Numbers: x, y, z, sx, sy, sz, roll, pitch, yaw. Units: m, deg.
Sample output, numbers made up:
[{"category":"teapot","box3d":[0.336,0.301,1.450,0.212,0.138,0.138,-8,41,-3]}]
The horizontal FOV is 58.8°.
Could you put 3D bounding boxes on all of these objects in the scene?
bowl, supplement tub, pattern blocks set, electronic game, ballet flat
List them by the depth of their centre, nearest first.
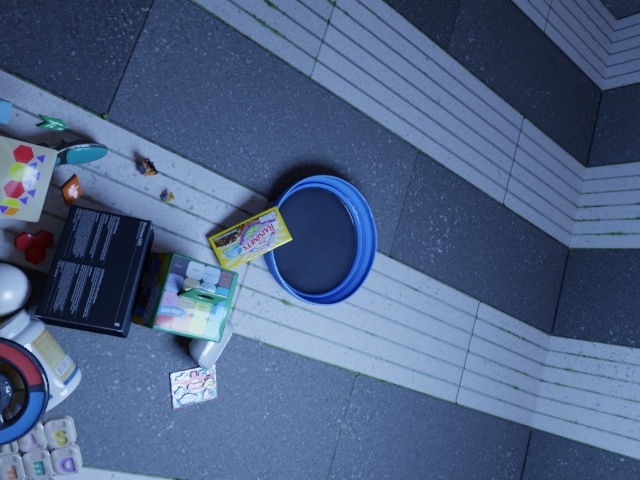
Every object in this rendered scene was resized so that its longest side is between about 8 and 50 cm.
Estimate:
[{"category":"electronic game","box3d":[-0.657,0.299,1.122,0.229,0.048,0.229,-1,99,-7]},{"category":"pattern blocks set","box3d":[-0.657,-0.126,1.209,0.285,0.026,0.325,24,92,-46]},{"category":"supplement tub","box3d":[-0.633,0.262,1.224,0.144,0.144,0.200,-40,111,-28]},{"category":"ballet flat","box3d":[-0.600,-0.204,1.300,0.213,0.072,0.068,-25,76,-35]},{"category":"bowl","box3d":[-0.291,0.262,1.490,0.053,0.142,0.142,25,70,14]},{"category":"bowl","box3d":[0.000,0.000,1.712,0.391,0.077,0.392,0,90,-35]}]

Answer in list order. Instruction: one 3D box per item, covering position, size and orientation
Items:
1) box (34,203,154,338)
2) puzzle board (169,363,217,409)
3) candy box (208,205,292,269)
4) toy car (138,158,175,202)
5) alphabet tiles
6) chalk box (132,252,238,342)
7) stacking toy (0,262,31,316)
[{"category":"box","box3d":[-0.498,0.071,1.279,0.184,0.103,0.261,11,69,-6]},{"category":"puzzle board","box3d":[-0.335,0.389,1.514,0.128,0.011,0.097,-6,93,-34]},{"category":"candy box","box3d":[-0.191,-0.005,1.550,0.205,0.027,0.105,-26,96,-7]},{"category":"toy car","box3d":[-0.419,-0.147,1.434,0.040,0.060,0.122,-28,100,1]},{"category":"alphabet tiles","box3d":[-0.657,0.446,1.189,0.284,0.021,0.278,-5,108,-8]},{"category":"chalk box","box3d":[-0.324,0.136,1.353,0.180,0.289,0.179,21,78,-33]},{"category":"stacking toy","box3d":[-0.797,0.123,1.070,0.479,0.350,0.351,-5,93,-54]}]
